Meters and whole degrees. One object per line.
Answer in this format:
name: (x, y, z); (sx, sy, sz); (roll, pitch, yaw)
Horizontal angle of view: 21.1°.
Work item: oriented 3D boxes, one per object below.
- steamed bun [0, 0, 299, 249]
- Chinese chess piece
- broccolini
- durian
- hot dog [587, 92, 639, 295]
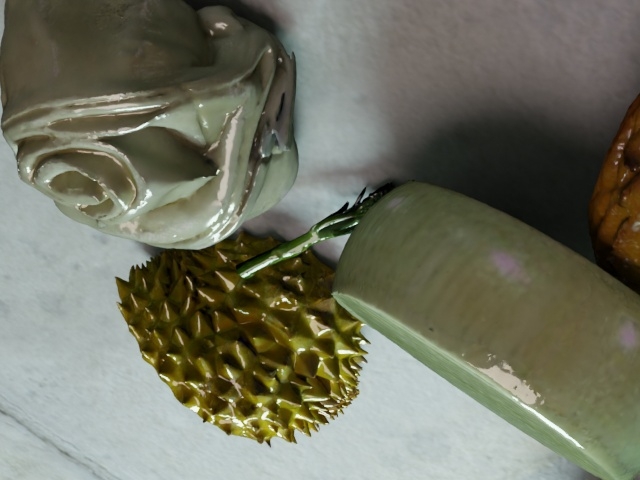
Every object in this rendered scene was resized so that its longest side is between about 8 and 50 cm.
steamed bun: (-0.125, -0.072, 1.156); (0.211, 0.144, 0.218); (13, 141, 11)
Chinese chess piece: (0.128, 0.059, 1.135); (0.250, 0.101, 0.250); (33, 175, 3)
broccolini: (0.000, 0.000, 1.235); (0.140, 0.035, 0.030); (-26, 131, 19)
durian: (-0.055, 0.076, 1.326); (0.182, 0.165, 0.132); (64, 167, -3)
hot dog: (0.266, -0.021, 1.047); (0.196, 0.122, 0.272); (22, 139, 5)
